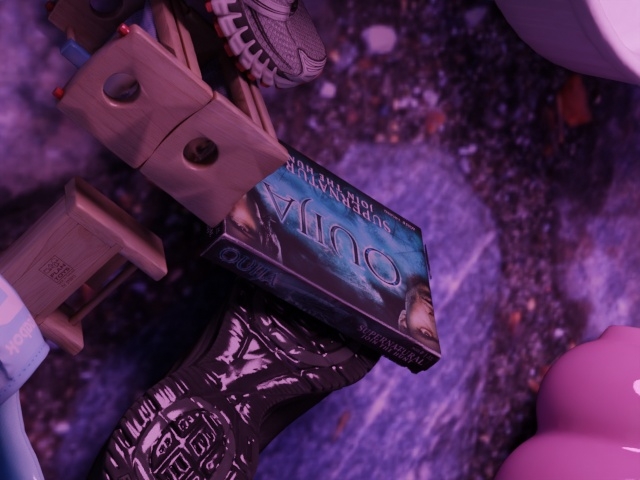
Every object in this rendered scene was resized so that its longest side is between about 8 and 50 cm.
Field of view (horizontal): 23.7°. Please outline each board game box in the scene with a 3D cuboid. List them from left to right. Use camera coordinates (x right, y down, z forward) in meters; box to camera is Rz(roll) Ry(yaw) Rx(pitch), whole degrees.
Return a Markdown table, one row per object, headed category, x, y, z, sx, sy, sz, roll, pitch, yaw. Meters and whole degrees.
| category | x | y | z | sx | sy | sz | roll | pitch | yaw |
| --- | --- | --- | --- | --- | --- | --- | --- | --- | --- |
| board game box | 0.000 | 0.000 | 1.000 | 0.186 | 0.126 | 0.026 | 30 | 125 | -30 |

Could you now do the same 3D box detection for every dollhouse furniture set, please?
| category | x | y | z | sx | sy | sz | roll | pitch | yaw |
| --- | --- | --- | --- | --- | --- | --- | --- | --- | --- |
| dollhouse furniture set | -0.138 | -0.057 | 0.921 | 0.183 | 0.129 | 0.129 | -42 | 122 | 14 |

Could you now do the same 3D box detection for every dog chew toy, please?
| category | x | y | z | sx | sy | sz | roll | pitch | yaw |
| --- | --- | --- | --- | --- | --- | --- | --- | --- | --- |
| dog chew toy | 0.210 | 0.229 | 1.131 | 0.206 | 0.206 | 0.332 | 15 | 83 | -33 |

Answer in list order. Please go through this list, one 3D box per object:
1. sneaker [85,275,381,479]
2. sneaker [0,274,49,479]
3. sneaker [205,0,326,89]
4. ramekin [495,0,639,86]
| category | x | y | z | sx | sy | sz | roll | pitch | yaw |
| --- | --- | --- | --- | --- | --- | --- | --- | --- | --- |
| sneaker | -0.065 | 0.101 | 0.989 | 0.109 | 0.130 | 0.286 | 50 | 48 | 1 |
| sneaker | -0.221 | 0.026 | 0.826 | 0.135 | 0.150 | 0.366 | -68 | 150 | -60 |
| sneaker | -0.032 | -0.178 | 0.899 | 0.092 | 0.088 | 0.225 | -15 | 139 | 7 |
| ramekin | 0.242 | -0.242 | 1.098 | 0.277 | 0.135 | 0.277 | -7 | 102 | -32 |
